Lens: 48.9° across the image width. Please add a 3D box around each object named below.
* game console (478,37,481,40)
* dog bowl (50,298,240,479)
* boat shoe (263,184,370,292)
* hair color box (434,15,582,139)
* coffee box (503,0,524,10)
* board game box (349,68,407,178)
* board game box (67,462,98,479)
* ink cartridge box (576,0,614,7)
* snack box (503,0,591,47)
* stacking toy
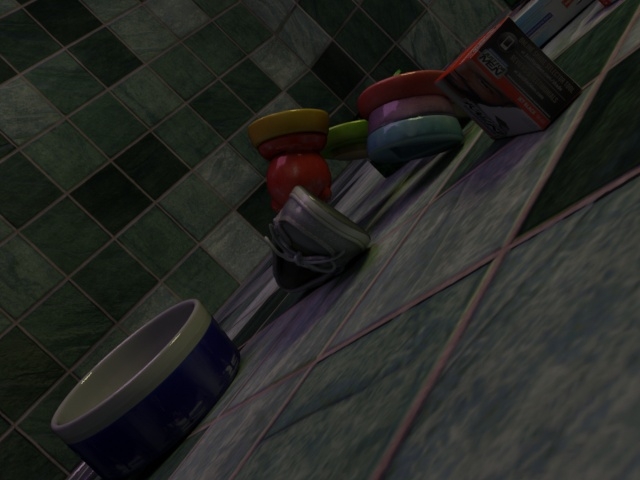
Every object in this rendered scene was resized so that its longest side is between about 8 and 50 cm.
[{"bbox_3d":[0.191,-0.250,1.124,0.124,0.085,0.144,-9,-7,-2],"label":"game console"},{"bbox_3d":[-0.247,0.208,1.014,0.264,0.104,0.265,-36,13,10],"label":"dog bowl"},{"bbox_3d":[-0.016,0.011,0.937,0.103,0.118,0.320,-55,1,-10],"label":"boat shoe"},{"bbox_3d":[0.174,-0.150,0.686,0.053,0.093,0.167,-47,4,2],"label":"hair color box"},{"bbox_3d":[0.359,-0.442,1.117,0.113,0.040,0.184,-35,10,49],"label":"coffee box"},{"bbox_3d":[0.134,-0.209,1.316,0.030,0.136,0.259,-50,5,-22],"label":"board game box"},{"bbox_3d":[-0.419,0.445,1.177,0.390,0.050,0.390,-50,6,-39],"label":"board game box"},{"bbox_3d":[0.359,-0.314,0.837,0.063,0.029,0.115,-47,4,-8],"label":"ink cartridge box"},{"bbox_3d":[0.376,-0.391,1.157,0.187,0.060,0.322,-41,7,37],"label":"snack box"},{"bbox_3d":[0.082,-0.128,1.043,0.308,0.131,0.279,-13,-7,27],"label":"stacking toy"}]
